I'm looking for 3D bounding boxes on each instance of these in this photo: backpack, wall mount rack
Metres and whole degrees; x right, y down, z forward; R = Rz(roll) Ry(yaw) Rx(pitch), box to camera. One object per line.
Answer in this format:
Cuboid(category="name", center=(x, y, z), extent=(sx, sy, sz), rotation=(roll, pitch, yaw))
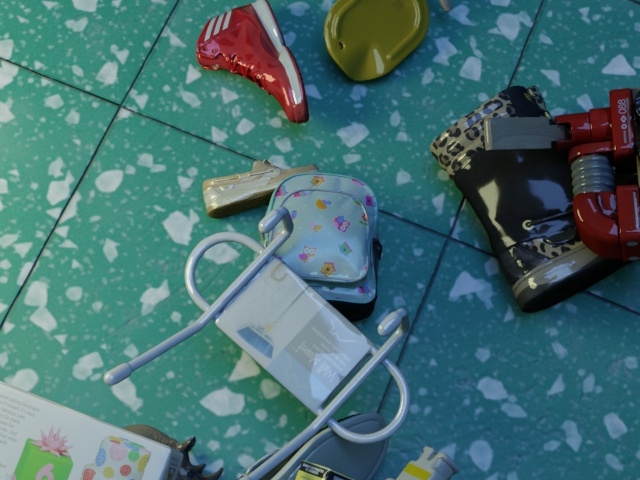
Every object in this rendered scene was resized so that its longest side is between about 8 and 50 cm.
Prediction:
Cuboid(category="backpack", center=(0.000, 0.000, 1.956), extent=(0.165, 0.144, 0.188), rotation=(3, 61, 1))
Cuboid(category="wall mount rack", center=(-0.070, 0.138, 1.778), extent=(0.350, 0.130, 0.304), rotation=(41, 81, 16))

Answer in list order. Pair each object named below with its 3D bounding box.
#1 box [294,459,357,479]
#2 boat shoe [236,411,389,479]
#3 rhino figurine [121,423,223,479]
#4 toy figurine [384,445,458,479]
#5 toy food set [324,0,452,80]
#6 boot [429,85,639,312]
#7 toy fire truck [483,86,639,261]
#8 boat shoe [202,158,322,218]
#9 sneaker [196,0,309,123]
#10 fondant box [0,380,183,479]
Cuboid(category="box", center=(-0.018, 0.387, 1.759), extent=(0.087, 0.058, 0.232), rotation=(30, 78, -36))
Cuboid(category="boat shoe", center=(-0.044, 0.304, 1.825), extent=(0.302, 0.114, 0.091), rotation=(-32, 26, -31))
Cuboid(category="rhino figurine", center=(-0.242, 0.280, 1.832), extent=(0.243, 0.073, 0.106), rotation=(3, 67, -6))
Cuboid(category="toy figurine", center=(0.150, 0.369, 1.757), extent=(0.213, 0.209, 0.148), rotation=(36, 72, 12))
Cuboid(category="toy food set", center=(0.086, -0.322, 2.167), extent=(0.218, 0.071, 0.128), rotation=(-42, 99, -20))
Cuboid(category="boot", center=(0.363, -0.097, 2.049), extent=(0.377, 0.138, 0.284), rotation=(-30, 71, -13))
Cuboid(category="toy fire truck", center=(0.344, -0.090, 1.906), extent=(0.246, 0.158, 0.217), rotation=(-5, 70, 13))
Cuboid(category="boat shoe", center=(-0.082, -0.083, 2.029), extent=(0.170, 0.063, 0.059), rotation=(-16, 73, -13))
Cuboid(category="sneaker", center=(-0.102, -0.239, 2.103), extent=(0.128, 0.087, 0.221), rotation=(-19, 55, -6))
Cuboid(category="fondant box", center=(-0.332, 0.358, 1.714), extent=(0.238, 0.096, 0.330), rotation=(19, 81, 10))
